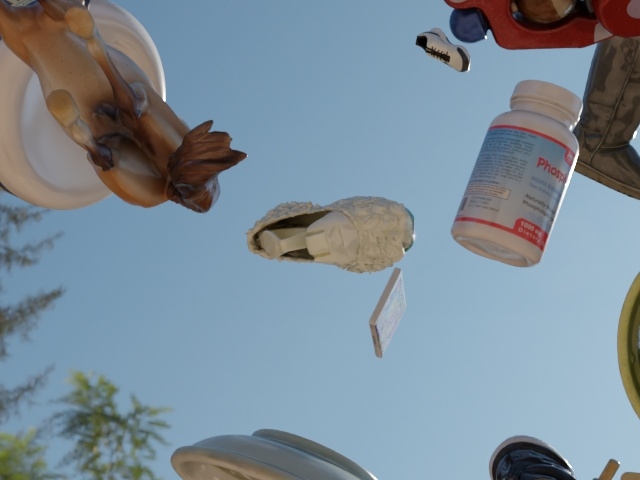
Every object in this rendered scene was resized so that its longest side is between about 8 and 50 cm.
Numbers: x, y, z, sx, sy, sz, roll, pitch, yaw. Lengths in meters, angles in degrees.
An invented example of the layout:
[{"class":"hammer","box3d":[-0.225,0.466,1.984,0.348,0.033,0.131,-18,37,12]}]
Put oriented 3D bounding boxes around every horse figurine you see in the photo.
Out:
[{"class":"horse figurine","box3d":[-0.128,-0.092,0.593,0.066,0.263,0.174,-41,-26,-4]}]

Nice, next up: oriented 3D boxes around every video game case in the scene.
[{"class":"video game case","box3d":[0.092,0.099,1.437,0.011,0.087,0.122,21,-23,18]}]

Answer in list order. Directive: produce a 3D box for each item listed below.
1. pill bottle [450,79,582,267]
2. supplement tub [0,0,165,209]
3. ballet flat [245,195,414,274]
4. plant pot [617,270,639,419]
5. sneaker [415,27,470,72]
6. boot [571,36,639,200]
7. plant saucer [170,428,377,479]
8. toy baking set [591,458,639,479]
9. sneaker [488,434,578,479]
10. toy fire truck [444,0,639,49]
[{"class":"pill bottle","box3d":[0.186,-0.062,0.980,0.087,0.160,0.087,21,-9,3]},{"class":"supplement tub","box3d":[-0.364,-0.184,1.214,0.325,0.235,0.235,21,-34,34]},{"class":"ballet flat","box3d":[0.000,0.000,1.940,0.147,0.147,0.409,39,-23,-29]},{"class":"plant pot","box3d":[0.470,0.121,1.210,0.276,0.276,0.254,-3,-5,11]},{"class":"sneaker","box3d":[0.185,-0.284,1.612,0.044,0.109,0.040,-17,-47,-29]},{"class":"boot","box3d":[0.432,-0.170,1.442,0.190,0.076,0.208,27,-76,14]},{"class":"plant saucer","box3d":[-0.023,0.371,1.572,0.400,0.100,0.400,22,-24,10]},{"class":"toy baking set","box3d":[0.458,0.404,1.495,0.197,0.030,0.256,27,-76,24]},{"class":"sneaker","box3d":[0.296,0.328,1.156,0.268,0.153,0.101,37,-80,5]},{"class":"toy fire truck","box3d":[0.242,-0.320,1.154,0.254,0.169,0.302,-18,-38,16]}]
